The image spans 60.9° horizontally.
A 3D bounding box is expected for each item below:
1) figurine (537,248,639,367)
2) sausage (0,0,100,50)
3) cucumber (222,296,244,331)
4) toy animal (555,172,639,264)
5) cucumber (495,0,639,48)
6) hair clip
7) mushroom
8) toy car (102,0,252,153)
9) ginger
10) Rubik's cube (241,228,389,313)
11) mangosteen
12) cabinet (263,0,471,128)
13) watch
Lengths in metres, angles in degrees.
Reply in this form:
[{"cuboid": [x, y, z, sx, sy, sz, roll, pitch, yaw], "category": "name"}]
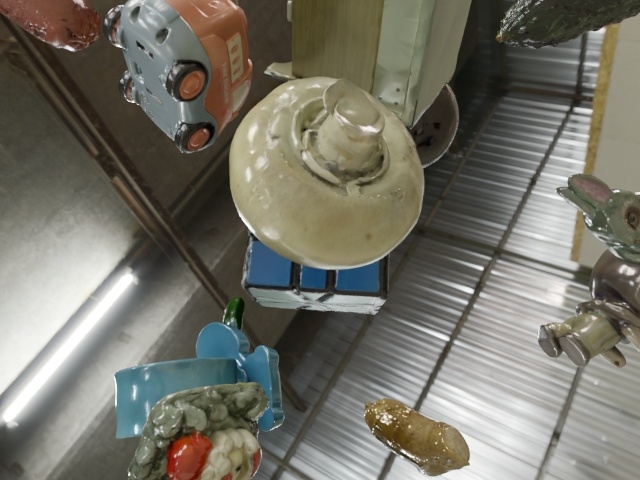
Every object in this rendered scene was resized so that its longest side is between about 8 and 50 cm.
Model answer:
[{"cuboid": [0.617, 0.125, 1.110, 0.380, 0.203, 0.248, -30, -16, -17], "category": "figurine"}, {"cuboid": [-0.326, -0.276, 0.629, 0.076, 0.141, 0.076, -55, 11, 16], "category": "sausage"}, {"cuboid": [-0.154, 0.139, 0.963, 0.155, 0.037, 0.037, -100, 14, -67], "category": "cucumber"}, {"cuboid": [0.484, -0.031, 0.876, 0.251, 0.125, 0.127, 12, -70, -25], "category": "toy animal"}, {"cuboid": [0.292, -0.248, 0.520, 0.299, 0.072, 0.072, -21, -46, -8], "category": "cucumber"}, {"cuboid": [-0.145, 0.284, 0.541, 0.138, 0.091, 0.322, 8, -63, -42], "category": "hair clip"}, {"cuboid": [0.012, -0.089, 0.639, 0.246, 0.246, 0.202, -54, -3, -28], "category": "mushroom"}, {"cuboid": [-0.211, -0.297, 0.915, 0.212, 0.180, 0.271, -40, -18, -26], "category": "toy car"}, {"cuboid": [0.144, 0.294, 0.811, 0.069, 0.190, 0.095, -42, -53, -27], "category": "ginger"}, {"cuboid": [0.000, 0.000, 1.162, 0.293, 0.288, 0.284, 97, 176, -78], "category": "Rubik's cube"}, {"cuboid": [0.203, -0.298, 1.386, 0.311, 0.311, 0.312, -35, -45, -46], "category": "mangosteen"}, {"cuboid": [0.083, -0.417, 0.970, 0.227, 0.317, 0.290, -52, -24, -38], "category": "cabinet"}, {"cuboid": [-0.176, 0.212, 0.747, 0.193, 0.210, 0.211, 10, -82, -46], "category": "watch"}]
